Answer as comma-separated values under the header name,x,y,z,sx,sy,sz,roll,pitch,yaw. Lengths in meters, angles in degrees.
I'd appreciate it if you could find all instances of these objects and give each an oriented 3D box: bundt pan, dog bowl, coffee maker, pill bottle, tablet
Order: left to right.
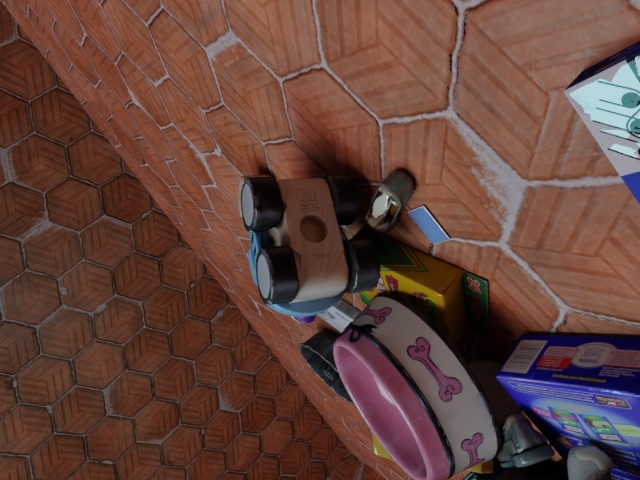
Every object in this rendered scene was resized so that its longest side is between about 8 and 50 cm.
name,x,y,z,sx,sy,sz,roll,pitch,yaw
bundt pan,0.069,0.484,1.782,0.330,0.124,0.331,38,156,20
dog bowl,0.178,0.327,0.981,0.408,0.150,0.408,52,161,27
tablet,0.206,-0.029,0.863,0.083,0.006,0.054,49,157,-7
coffee maker,0.477,0.715,1.352,0.171,0.120,0.178,17,-178,34
pill bottle,0.385,0.403,1.068,0.146,0.146,0.264,31,153,33

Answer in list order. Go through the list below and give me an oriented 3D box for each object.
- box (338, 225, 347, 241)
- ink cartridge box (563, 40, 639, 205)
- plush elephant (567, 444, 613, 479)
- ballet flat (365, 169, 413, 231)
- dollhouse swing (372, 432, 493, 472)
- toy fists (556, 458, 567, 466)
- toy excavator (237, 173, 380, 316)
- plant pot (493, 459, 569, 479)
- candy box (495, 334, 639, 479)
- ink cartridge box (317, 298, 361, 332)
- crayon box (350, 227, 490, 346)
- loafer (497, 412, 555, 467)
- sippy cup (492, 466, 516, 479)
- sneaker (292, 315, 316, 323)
name,x,y,z,sx,sy,sz,roll,pitch,yaw
box,0.000,0.000,1.186,0.137,0.072,0.126,9,137,55
ink cartridge box,0.349,-0.096,0.453,0.207,0.046,0.097,51,158,-8
plush elephant,0.477,0.451,0.569,0.255,0.330,0.272,-31,94,44
ballet flat,0.119,-0.060,0.886,0.072,0.068,0.213,42,157,12
dollhouse swing,0.302,0.488,1.323,0.347,0.304,0.316,57,-153,-72
toy fists,0.594,0.603,0.974,0.279,0.142,0.096,56,158,7
toy excavator,-0.097,-0.022,1.047,0.445,0.222,0.434,134,126,-61
plant pot,0.423,0.514,0.852,0.215,0.230,0.216,1,91,38
candy box,0.499,0.309,0.748,0.317,0.122,0.268,51,156,-7
ink cartridge box,0.054,0.259,1.543,0.223,0.045,0.224,30,152,34
crayon box,0.207,0.113,0.996,0.318,0.081,0.202,25,148,41
loafer,0.389,0.389,0.888,0.268,0.096,0.084,63,-174,-62
sippy cup,0.549,0.687,1.145,0.224,0.239,0.306,56,158,29
sneaker,-0.065,0.223,1.646,0.104,0.095,0.237,13,140,41
